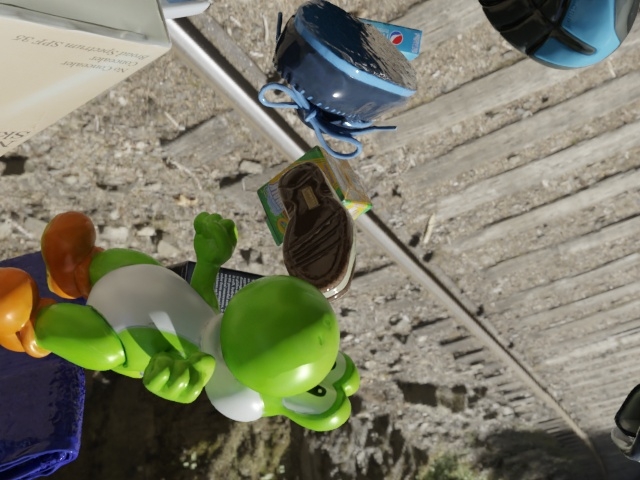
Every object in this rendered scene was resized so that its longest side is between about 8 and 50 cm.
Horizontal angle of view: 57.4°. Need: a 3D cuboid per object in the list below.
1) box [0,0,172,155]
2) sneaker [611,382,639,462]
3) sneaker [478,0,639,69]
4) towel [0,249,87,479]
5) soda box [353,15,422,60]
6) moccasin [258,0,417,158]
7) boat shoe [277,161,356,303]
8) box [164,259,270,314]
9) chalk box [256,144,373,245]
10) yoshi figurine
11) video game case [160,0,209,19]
[{"bbox_3d":[-0.268,-0.128,0.394,0.311,0.121,0.148,-17,179,34],"label":"box"},{"bbox_3d":[0.397,0.185,0.595,0.282,0.153,0.099,-1,112,-55],"label":"sneaker"},{"bbox_3d":[0.190,-0.280,0.464,0.139,0.341,0.125,4,154,-26],"label":"sneaker"},{"bbox_3d":[-0.397,0.156,0.729,0.227,0.308,0.076,-13,140,-2],"label":"towel"},{"bbox_3d":[0.154,-0.528,1.532,0.210,0.067,0.071,9,-177,-9],"label":"soda box"},{"bbox_3d":[0.029,-0.150,0.601,0.117,0.138,0.342,-43,176,21],"label":"moccasin"},{"bbox_3d":[0.007,-0.003,0.755,0.095,0.257,0.095,-23,127,11],"label":"boat shoe"},{"bbox_3d":[-0.222,0.163,1.226,0.294,0.183,0.296,15,163,-37],"label":"box"},{"bbox_3d":[-0.030,-0.070,1.180,0.213,0.132,0.132,-35,161,23],"label":"chalk box"},{"bbox_3d":[-0.128,0.070,0.571,0.362,0.204,0.203,18,178,5],"label":"yoshi figurine"},{"bbox_3d":[-0.319,-0.438,0.800,0.036,0.329,0.300,-27,103,28],"label":"video game case"}]
